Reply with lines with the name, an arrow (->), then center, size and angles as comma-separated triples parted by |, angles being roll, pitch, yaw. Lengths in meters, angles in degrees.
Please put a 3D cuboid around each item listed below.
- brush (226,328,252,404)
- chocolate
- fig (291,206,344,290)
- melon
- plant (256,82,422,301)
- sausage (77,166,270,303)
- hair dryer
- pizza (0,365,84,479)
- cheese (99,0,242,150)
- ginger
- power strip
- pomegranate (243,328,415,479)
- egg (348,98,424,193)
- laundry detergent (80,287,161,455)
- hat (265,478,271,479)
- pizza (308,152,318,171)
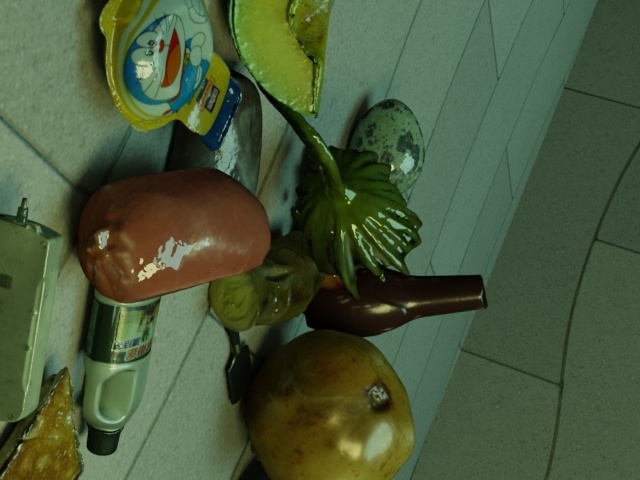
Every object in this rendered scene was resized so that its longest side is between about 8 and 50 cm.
brush -> -0.129, 0.176, 1.644 | 0.063, 0.016, 0.193 | -55, 156, -40
chocolate -> -0.122, -0.082, 1.321 | 0.157, 0.080, 0.254 | -23, 129, -65
fig -> 0.007, 0.003, 1.743 | 0.119, 0.119, 0.153 | -37, 117, -59
melon -> -0.041, -0.302, 1.301 | 0.169, 0.129, 0.265 | -83, -179, -69
plant -> 0.003, -0.053, 1.451 | 0.180, 0.251, 0.333 | -45, 155, 10
sausage -> -0.162, -0.009, 1.166 | 0.254, 0.148, 0.148 | -19, 126, -56
hair dryer -> 0.125, 0.033, 1.885 | 0.340, 0.312, 0.123 | -86, 166, -55
pizza -> -0.312, 0.220, 1.149 | 0.184, 0.036, 0.176 | -19, 124, -64
cheese -> -0.153, -0.188, 1.127 | 0.177, 0.069, 0.270 | -68, 154, -13
ginger -> -0.067, 0.063, 1.570 | 0.263, 0.109, 0.116 | -27, 147, -62
power strip -> -0.290, 0.066, 0.996 | 0.029, 0.079, 0.227 | -29, 135, -66
pomegranate -> 0.017, 0.284, 1.732 | 0.307, 0.307, 0.307 | -54, 155, -41
egg -> 0.114, -0.158, 1.829 | 0.132, 0.132, 0.172 | 14, 82, -71
laundry detergent -> -0.238, 0.146, 1.235 | 0.099, 0.070, 0.226 | -42, 148, -70
hat -> -0.066, 0.399, 1.930 | 0.244, 0.149, 0.214 | 6, 138, -40
pizza -> 0.033, -0.052, 1.701 | 0.185, 0.052, 0.195 | 38, 31, -64
